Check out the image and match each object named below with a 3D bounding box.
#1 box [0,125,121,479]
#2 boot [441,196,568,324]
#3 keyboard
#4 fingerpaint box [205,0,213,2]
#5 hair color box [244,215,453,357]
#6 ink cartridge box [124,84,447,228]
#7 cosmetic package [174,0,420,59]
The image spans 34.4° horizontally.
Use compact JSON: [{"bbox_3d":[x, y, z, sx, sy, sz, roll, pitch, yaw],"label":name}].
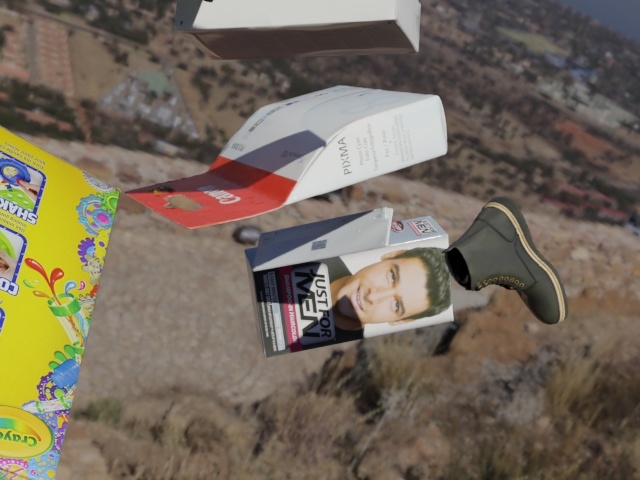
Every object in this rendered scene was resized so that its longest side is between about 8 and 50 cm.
[{"bbox_3d":[-0.314,0.097,0.777,0.177,0.290,0.279,30,38,-26],"label":"box"},{"bbox_3d":[0.247,0.058,1.416,0.137,0.077,0.198,-38,99,-35],"label":"boot"},{"bbox_3d":[0.000,0.000,1.658,0.014,0.256,0.072,39,49,-46],"label":"keyboard"},{"bbox_3d":[-0.235,-0.465,0.864,0.445,0.371,0.163,21,-9,-2],"label":"fingerpaint box"},{"bbox_3d":[0.056,0.086,1.978,0.375,0.185,0.113,-11,22,-9],"label":"hair color box"},{"bbox_3d":[-0.063,-0.130,1.455,0.385,0.091,0.308,-17,18,-22],"label":"ink cartridge box"},{"bbox_3d":[-0.023,-0.235,1.081,0.239,0.060,0.099,2,-7,19],"label":"cosmetic package"}]
